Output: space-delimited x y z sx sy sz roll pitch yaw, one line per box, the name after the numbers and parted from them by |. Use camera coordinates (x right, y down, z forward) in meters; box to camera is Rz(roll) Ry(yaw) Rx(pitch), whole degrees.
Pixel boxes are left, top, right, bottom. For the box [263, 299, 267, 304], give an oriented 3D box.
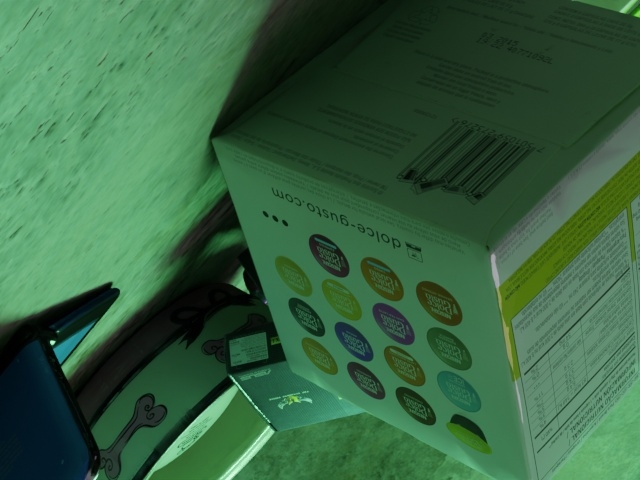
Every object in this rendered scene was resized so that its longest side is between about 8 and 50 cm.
-0.032 0.033 2.311 0.162 0.029 0.116 -46 173 17 | box

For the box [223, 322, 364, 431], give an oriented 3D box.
0.024 0.146 1.724 0.232 0.059 0.183 -13 149 10 | box

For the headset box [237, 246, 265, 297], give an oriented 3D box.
0.072 0.027 1.808 0.246 0.131 0.283 -42 140 5 | headset box

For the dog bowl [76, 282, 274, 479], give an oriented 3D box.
-0.184 0.228 1.946 0.408 0.150 0.408 -44 165 -15 | dog bowl

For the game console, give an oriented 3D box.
-0.293 0.220 1.470 0.173 0.250 0.293 11 128 -48 | game console

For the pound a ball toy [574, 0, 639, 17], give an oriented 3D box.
0.510 -0.466 2.264 0.319 0.136 0.208 -47 147 13 | pound a ball toy

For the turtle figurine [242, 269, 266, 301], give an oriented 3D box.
0.000 0.000 1.967 0.175 0.118 0.234 -1 156 -39 | turtle figurine

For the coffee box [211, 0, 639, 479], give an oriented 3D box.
0.160 -0.020 1.453 0.338 0.337 0.334 -42 136 -28 | coffee box
